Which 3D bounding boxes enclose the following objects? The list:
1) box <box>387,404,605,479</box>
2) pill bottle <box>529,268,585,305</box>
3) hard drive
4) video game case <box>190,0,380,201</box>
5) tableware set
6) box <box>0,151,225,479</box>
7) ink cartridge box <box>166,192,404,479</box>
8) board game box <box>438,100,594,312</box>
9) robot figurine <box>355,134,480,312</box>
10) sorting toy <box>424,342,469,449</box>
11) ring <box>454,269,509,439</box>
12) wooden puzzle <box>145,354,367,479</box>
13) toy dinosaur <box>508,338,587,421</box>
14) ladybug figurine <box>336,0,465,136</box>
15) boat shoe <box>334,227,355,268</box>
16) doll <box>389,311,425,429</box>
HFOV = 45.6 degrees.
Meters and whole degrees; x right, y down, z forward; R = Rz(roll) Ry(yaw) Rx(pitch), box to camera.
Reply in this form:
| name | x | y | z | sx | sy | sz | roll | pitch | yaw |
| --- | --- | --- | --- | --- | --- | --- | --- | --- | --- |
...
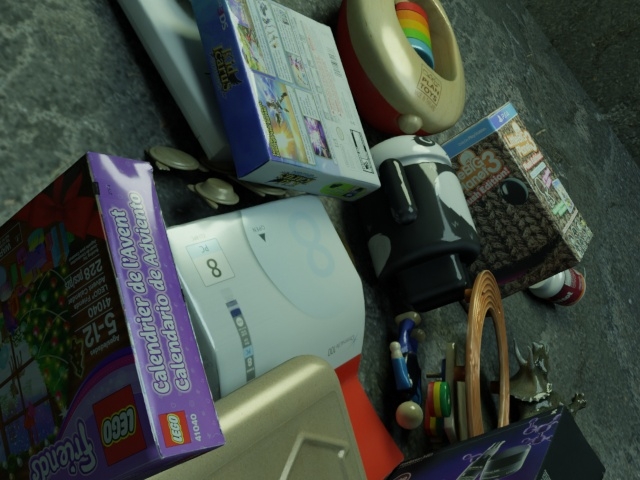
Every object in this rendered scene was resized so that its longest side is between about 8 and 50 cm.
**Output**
| name | x | y | z | sx | sy | sz | roll | pitch | yaw |
| --- | --- | --- | --- | --- | --- | --- | --- | --- | --- |
| box | 0.182 | 0.316 | 0.899 | 0.103 | 0.261 | 0.184 | 59 | 33 | 1 |
| pill bottle | 0.497 | 0.087 | 1.631 | 0.152 | 0.086 | 0.086 | 19 | 50 | -42 |
| hard drive | -0.153 | -0.269 | 1.082 | 0.233 | 0.047 | 0.353 | -12 | 68 | -55 |
| video game case | -0.043 | -0.196 | 1.025 | 0.244 | 0.061 | 0.270 | 8 | 61 | -54 |
| tableware set | -0.130 | -0.083 | 0.968 | 0.141 | 0.020 | 0.168 | 34 | 24 | 31 |
| box | -0.207 | 0.095 | 0.548 | 0.057 | 0.293 | 0.201 | 5 | 60 | -52 |
| ink cartridge box | -0.030 | 0.142 | 0.919 | 0.308 | 0.091 | 0.385 | -19 | 78 | -56 |
| board game box | 0.302 | -0.057 | 1.365 | 0.291 | 0.232 | 0.141 | 57 | 34 | -2 |
| robot figurine | 0.154 | -0.033 | 1.208 | 0.173 | 0.209 | 0.278 | -5 | 66 | -21 |
| sorting toy | 0.183 | 0.242 | 1.102 | 0.274 | 0.046 | 0.132 | 64 | 27 | -48 |
| ring | 0.249 | 0.213 | 1.156 | 0.336 | 0.032 | 0.337 | -4 | 90 | -69 |
| wooden puzzle | -0.051 | 0.321 | 0.732 | 0.322 | 0.080 | 0.348 | -21 | 92 | -54 |
| toy dinosaur | 0.395 | 0.337 | 1.313 | 0.160 | 0.121 | 0.314 | 13 | 59 | -32 |
| ladybug figurine | 0.142 | -0.357 | 1.454 | 0.305 | 0.162 | 0.449 | 36 | 40 | -30 |
| boat shoe | 0.000 | 0.000 | 1.105 | 0.135 | 0.045 | 0.050 | 56 | 26 | 3 |
| doll | 0.124 | 0.189 | 1.092 | 0.189 | 0.046 | 0.129 | -81 | 156 | -49 |
